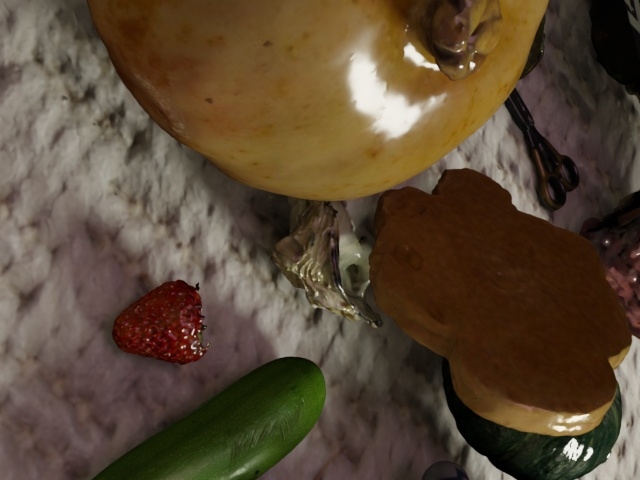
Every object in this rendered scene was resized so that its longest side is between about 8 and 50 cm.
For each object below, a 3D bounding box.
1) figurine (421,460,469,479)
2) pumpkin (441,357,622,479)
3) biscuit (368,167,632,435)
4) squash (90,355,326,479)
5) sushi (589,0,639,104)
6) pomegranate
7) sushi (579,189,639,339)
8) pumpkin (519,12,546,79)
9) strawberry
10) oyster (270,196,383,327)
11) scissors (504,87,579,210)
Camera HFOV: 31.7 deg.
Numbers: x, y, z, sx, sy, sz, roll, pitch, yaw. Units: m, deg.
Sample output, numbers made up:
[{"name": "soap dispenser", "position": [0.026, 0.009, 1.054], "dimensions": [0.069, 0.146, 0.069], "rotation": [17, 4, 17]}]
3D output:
[{"name": "figurine", "position": [0.144, 0.347, 1.070], "dimensions": [0.382, 0.186, 0.261], "rotation": [-1, 86, -47]}, {"name": "pumpkin", "position": [0.223, 0.158, 1.198], "dimensions": [0.211, 0.152, 0.212], "rotation": [24, 52, -34]}, {"name": "biscuit", "position": [0.171, 0.048, 1.121], "dimensions": [0.269, 0.051, 0.376], "rotation": [13, 36, -15]}, {"name": "squash", "position": [-0.091, 0.180, 0.961], "dimensions": [0.292, 0.082, 0.082], "rotation": [-29, 100, -42]}, {"name": "sushi", "position": [0.454, -0.240, 1.551], "dimensions": [0.373, 0.100, 0.296], "rotation": [28, 47, -42]}, {"name": "pomegranate", "position": [0.010, -0.222, 0.938], "dimensions": [0.411, 0.411, 0.412], "rotation": [11, 72, -40]}, {"name": "sushi", "position": [0.449, -0.007, 1.401], "dimensions": [0.270, 0.236, 0.171], "rotation": [-38, 102, -7]}, {"name": "pumpkin", "position": [0.167, -0.275, 1.206], "dimensions": [0.238, 0.159, 0.238], "rotation": [-14, 90, -86]}, {"name": "strawberry", "position": [-0.136, 0.071, 0.963], "dimensions": [0.083, 0.073, 0.073], "rotation": [-4, 81, -9]}, {"name": "oyster", "position": [0.000, 0.000, 1.100], "dimensions": [0.163, 0.081, 0.191], "rotation": [-9, 88, -70]}, {"name": "scissors", "position": [0.256, -0.142, 1.396], "dimensions": [0.088, 0.017, 0.220], "rotation": [-45, 109, -38]}]
